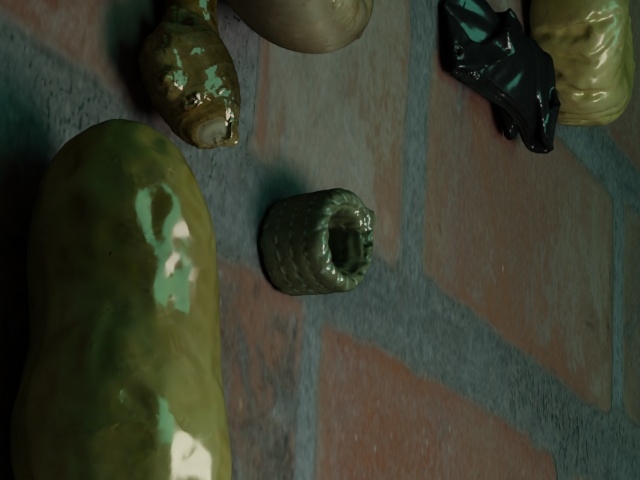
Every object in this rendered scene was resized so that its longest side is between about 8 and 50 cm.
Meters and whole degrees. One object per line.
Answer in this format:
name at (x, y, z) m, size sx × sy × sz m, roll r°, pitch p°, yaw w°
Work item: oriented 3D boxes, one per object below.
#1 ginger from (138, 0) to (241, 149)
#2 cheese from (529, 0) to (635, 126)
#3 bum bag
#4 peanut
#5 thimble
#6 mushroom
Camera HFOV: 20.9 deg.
ginger at (-0.099, -0.143, 1.250) m, size 0.096 × 0.067 × 0.165 m, roll 21°, pitch 54°, yaw -62°
cheese at (0.324, -0.246, 2.084) m, size 0.226 × 0.117 × 0.214 m, roll -45°, pitch 131°, yaw -63°
bum bag at (0.200, -0.188, 1.873) m, size 0.248 × 0.060 × 0.123 m, roll 35°, pitch 55°, yaw -57°
peanut at (-0.122, 0.081, 1.073) m, size 0.147 × 0.147 × 0.319 m, roll 10°, pitch 79°, yaw -63°
thimble at (0.000, 0.000, 1.423) m, size 0.110 × 0.062 × 0.084 m, roll -45°, pitch 124°, yaw -58°
mushroom at (0.020, -0.252, 1.331) m, size 0.207 × 0.215 × 0.207 m, roll -10°, pitch 90°, yaw -78°
